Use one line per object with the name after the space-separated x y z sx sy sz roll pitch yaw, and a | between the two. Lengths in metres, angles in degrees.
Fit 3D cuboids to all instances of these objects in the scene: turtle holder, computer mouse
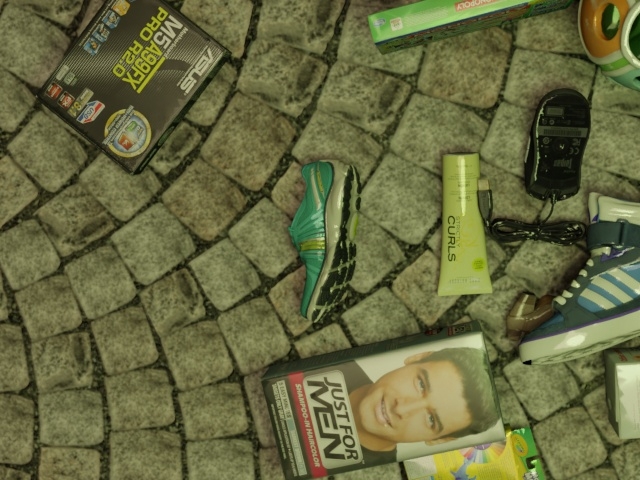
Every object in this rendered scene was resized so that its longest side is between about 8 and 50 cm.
0.547 -0.313 1.609 0.320 0.227 0.243 35 116 -3 | turtle holder
0.345 -0.119 1.752 0.184 0.060 0.262 -3 105 -4 | computer mouse

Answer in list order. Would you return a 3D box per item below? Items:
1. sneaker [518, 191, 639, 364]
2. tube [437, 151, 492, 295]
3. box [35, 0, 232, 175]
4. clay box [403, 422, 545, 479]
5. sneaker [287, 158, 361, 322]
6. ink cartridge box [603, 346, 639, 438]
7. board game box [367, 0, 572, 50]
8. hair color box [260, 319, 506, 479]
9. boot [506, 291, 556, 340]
0.440 0.048 1.721 0.322 0.130 0.236 -20 73 4 | sneaker
0.239 -0.026 1.778 0.070 0.062 0.240 6 103 41 | tube
-0.317 -0.281 1.813 0.216 0.060 0.270 40 98 2 | box
0.261 0.395 1.814 0.222 0.053 0.128 -15 93 6 | clay box
0.000 0.000 1.799 0.109 0.107 0.275 8 91 25 | sneaker
0.556 0.242 1.729 0.176 0.128 0.127 -5 94 6 | ink cartridge box
0.238 -0.358 1.668 0.317 0.213 0.046 -13 94 8 | board game box
0.106 0.270 1.790 0.374 0.113 0.185 -13 93 7 | hair color box
0.371 0.135 1.788 0.118 0.042 0.087 12 105 2 | boot
